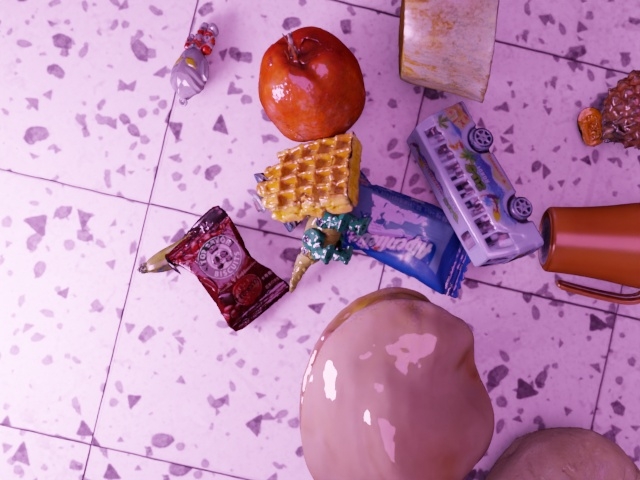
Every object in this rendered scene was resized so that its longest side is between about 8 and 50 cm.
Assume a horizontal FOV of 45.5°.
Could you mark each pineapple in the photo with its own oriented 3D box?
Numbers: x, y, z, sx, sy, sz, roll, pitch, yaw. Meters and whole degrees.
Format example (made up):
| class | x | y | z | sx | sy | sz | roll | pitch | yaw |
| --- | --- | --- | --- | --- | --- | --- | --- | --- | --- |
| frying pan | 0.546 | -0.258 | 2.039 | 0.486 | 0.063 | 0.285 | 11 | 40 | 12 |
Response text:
| class | x | y | z | sx | sy | sz | roll | pitch | yaw |
| --- | --- | --- | --- | --- | --- | --- | --- | --- | --- |
| pineapple | 0.639 | -0.258 | 1.532 | 0.193 | 0.166 | 0.166 | -33 | 90 | -2 |

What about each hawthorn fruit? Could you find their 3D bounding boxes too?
| class | x | y | z | sx | sy | sz | roll | pitch | yaw |
| --- | --- | --- | --- | --- | --- | --- | --- | --- | --- |
| hawthorn fruit | -0.026 | -0.305 | 1.439 | 0.211 | 0.299 | 0.212 | -2 | 77 | 10 |

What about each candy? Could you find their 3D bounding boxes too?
| class | x | y | z | sx | sy | sz | roll | pitch | yaw |
| --- | --- | --- | --- | --- | --- | --- | --- | --- | --- |
| candy | 0.159 | -0.025 | 1.547 | 0.331 | 0.077 | 0.187 | 22 | 94 | 0 |

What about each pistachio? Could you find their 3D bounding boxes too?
| class | x | y | z | sx | sy | sz | roll | pitch | yaw |
| --- | --- | --- | --- | --- | --- | --- | --- | --- | --- |
| pistachio | 0.142 | 0.314 | 1.433 | 0.365 | 0.281 | 0.446 | 10 | 93 | -6 |

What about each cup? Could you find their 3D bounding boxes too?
| class | x | y | z | sx | sy | sz | roll | pitch | yaw |
| --- | --- | --- | --- | --- | --- | --- | --- | --- | --- |
| cup | 0.578 | 0.025 | 1.533 | 0.263 | 0.182 | 0.226 | 4 | 120 | 4 |

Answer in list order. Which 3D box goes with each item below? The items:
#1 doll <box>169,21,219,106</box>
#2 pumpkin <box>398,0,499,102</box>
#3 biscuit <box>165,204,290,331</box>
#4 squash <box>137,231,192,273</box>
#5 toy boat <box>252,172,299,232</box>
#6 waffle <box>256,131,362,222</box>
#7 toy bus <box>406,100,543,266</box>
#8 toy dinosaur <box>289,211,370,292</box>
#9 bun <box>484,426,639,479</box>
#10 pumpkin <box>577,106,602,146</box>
| class | x | y | z | sx | sy | sz | roll | pitch | yaw |
| --- | --- | --- | --- | --- | --- | --- | --- | --- | --- |
| doll | -0.255 | -0.357 | 1.538 | 0.093 | 0.079 | 0.180 | 14 | 81 | 26 |
| pumpkin | 0.238 | -0.429 | 1.450 | 0.199 | 0.332 | 0.333 | 5 | 88 | 11 |
| biscuit | -0.183 | 0.062 | 1.507 | 0.151 | 0.063 | 0.235 | -43 | 104 | -9 |
| squash | -0.284 | 0.022 | 1.535 | 0.183 | 0.052 | 0.052 | -29 | 90 | -4 |
| toy boat | -0.098 | -0.075 | 1.540 | 0.066 | 0.059 | 0.140 | -29 | 88 | -18 |
| waffle | -0.028 | -0.111 | 1.449 | 0.210 | 0.055 | 0.161 | -12 | 53 | 23 |
| toy bus | 0.302 | -0.103 | 1.505 | 0.135 | 0.109 | 0.330 | -24 | 79 | -18 |
| toy dinosaur | 0.000 | 0.000 | 1.491 | 0.094 | 0.153 | 0.259 | 7 | 107 | -40 |
| bun | 0.489 | 0.528 | 1.475 | 0.361 | 0.234 | 0.326 | 15 | 83 | -9 |
| pumpkin | 0.561 | -0.236 | 1.591 | 0.050 | 0.028 | 0.083 | -12 | 97 | 4 |
